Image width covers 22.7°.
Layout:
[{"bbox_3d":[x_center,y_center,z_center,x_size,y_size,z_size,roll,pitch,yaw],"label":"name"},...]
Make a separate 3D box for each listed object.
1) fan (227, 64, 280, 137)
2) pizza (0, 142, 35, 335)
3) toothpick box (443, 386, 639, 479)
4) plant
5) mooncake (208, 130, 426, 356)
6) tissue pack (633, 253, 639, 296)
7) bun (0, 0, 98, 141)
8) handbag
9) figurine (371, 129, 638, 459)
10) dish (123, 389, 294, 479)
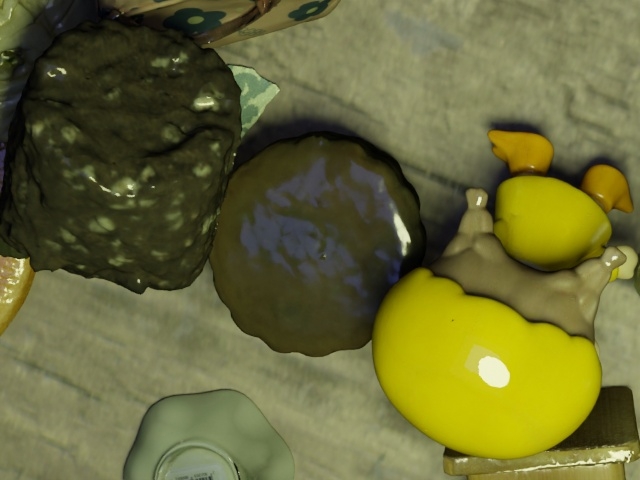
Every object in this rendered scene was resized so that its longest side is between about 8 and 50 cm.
[{"bbox_3d":[-0.153,-0.114,1.683,0.240,0.009,0.131,-32,89,10],"label":"fan"},{"bbox_3d":[-0.366,0.005,1.702,0.134,0.056,0.271,6,97,6],"label":"pizza"},{"bbox_3d":[0.236,0.324,1.584,0.187,0.190,0.308,-6,99,9],"label":"toothpick box"},{"bbox_3d":[-0.204,-0.052,1.538,0.215,0.312,0.213,13,53,-14],"label":"plant"},{"bbox_3d":[0.000,0.000,1.616,0.228,0.124,0.228,2,100,11],"label":"mooncake"},{"bbox_3d":[0.442,0.066,1.424,0.297,0.380,0.207,42,97,2],"label":"tissue pack"},{"bbox_3d":[-0.324,-0.203,1.596,0.229,0.145,0.229,-11,122,-18],"label":"bun"},{"bbox_3d":[-0.116,-0.286,1.570,0.251,0.193,0.190,-12,97,10],"label":"handbag"},{"bbox_3d":[0.180,0.046,1.505,0.215,0.187,0.344,14,53,15],"label":"figurine"},{"bbox_3d":[-0.124,0.253,1.682,0.190,0.066,0.191,1,94,8],"label":"dish"}]
